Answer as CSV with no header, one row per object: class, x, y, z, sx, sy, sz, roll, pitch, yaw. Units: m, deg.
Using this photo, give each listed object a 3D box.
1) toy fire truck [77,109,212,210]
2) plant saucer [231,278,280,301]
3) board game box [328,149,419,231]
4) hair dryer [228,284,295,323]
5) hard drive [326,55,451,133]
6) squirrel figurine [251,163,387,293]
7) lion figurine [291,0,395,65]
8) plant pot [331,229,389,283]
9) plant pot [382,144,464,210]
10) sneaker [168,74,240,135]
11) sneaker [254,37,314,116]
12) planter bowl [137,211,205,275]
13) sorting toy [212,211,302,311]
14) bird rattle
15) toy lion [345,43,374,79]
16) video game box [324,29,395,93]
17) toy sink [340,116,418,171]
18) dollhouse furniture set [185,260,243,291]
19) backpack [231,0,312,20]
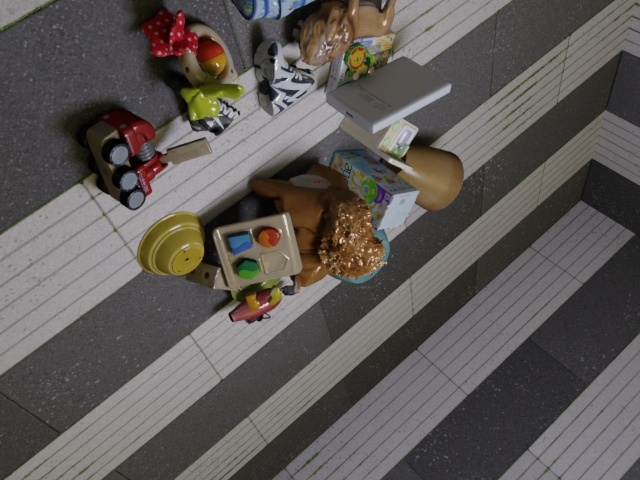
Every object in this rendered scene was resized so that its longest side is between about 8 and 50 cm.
toy fire truck,-0.404,-0.215,1.506,0.246,0.159,0.217,-44,150,-30
plant saucer,-0.214,0.106,2.170,0.241,0.037,0.240,-32,146,-26
board game box,0.161,-0.170,2.102,0.144,0.275,0.142,-12,133,-45
hair dryer,-0.213,0.249,2.225,0.223,0.080,0.294,-47,157,19
hard drive,0.198,-0.429,1.850,0.308,0.203,0.040,-31,144,-25
squirrel figurine,0.000,0.000,1.972,0.281,0.397,0.370,-25,130,-44
lion figurine,0.107,-0.597,1.699,0.392,0.142,0.240,-18,131,-36
plant pot,0.102,0.014,2.270,0.293,0.235,0.292,-31,144,-26
plant pot,0.353,-0.255,2.330,0.255,0.237,0.237,18,110,-40
sneaker,-0.297,-0.321,1.569,0.106,0.078,0.234,-56,150,6
sneaker,-0.085,-0.449,1.677,0.153,0.094,0.234,-34,146,-24
planter bowl,-0.400,0.033,1.813,0.217,0.090,0.217,-31,144,-25
sorting toy,-0.171,0.075,1.880,0.229,0.041,0.307,-14,121,-3
bird rattle,-0.279,-0.408,1.441,0.143,0.253,0.207,-24,-162,33
toy lion,0.111,-0.514,1.821,0.100,0.034,0.096,-25,134,-33
video game box,0.117,-0.525,1.886,0.205,0.048,0.187,-21,142,-37
toy sink,0.208,-0.342,2.016,0.153,0.234,0.131,11,116,-54
dollhouse furniture set,-0.305,0.049,1.945,0.129,0.129,0.183,13,89,-55
backpack,-0.115,-0.628,1.304,0.273,0.290,0.355,-41,155,3
